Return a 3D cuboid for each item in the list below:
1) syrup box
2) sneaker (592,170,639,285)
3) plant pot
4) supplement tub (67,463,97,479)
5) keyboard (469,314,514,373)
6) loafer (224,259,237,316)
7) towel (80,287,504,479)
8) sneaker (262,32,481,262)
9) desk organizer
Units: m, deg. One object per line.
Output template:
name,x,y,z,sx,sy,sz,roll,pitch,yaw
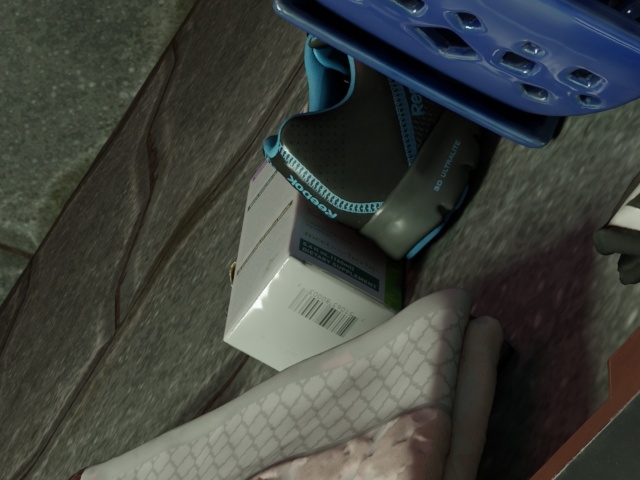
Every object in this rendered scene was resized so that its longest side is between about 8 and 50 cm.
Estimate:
syrup box,0.000,0.000,1.359,0.096,0.093,0.237,-53,16,29
sneaker,0.192,-0.117,0.779,0.257,0.169,0.447,-51,19,25
plant pot,0.111,-0.205,1.122,0.236,0.236,0.212,-68,10,-24
supplement tub,-0.188,0.251,1.491,0.198,0.106,0.106,-45,21,44
keyboard,-0.022,0.166,1.074,0.317,0.033,0.201,-52,21,-18
loafer,-0.046,0.031,1.520,0.062,0.061,0.170,-56,14,19
towel,-0.062,0.189,0.977,0.332,0.053,0.317,-28,25,34
sneaker,0.072,-0.154,1.324,0.125,0.140,0.340,-45,19,54
desk organizer,0.135,0.091,0.818,0.130,0.047,0.050,-52,14,30
